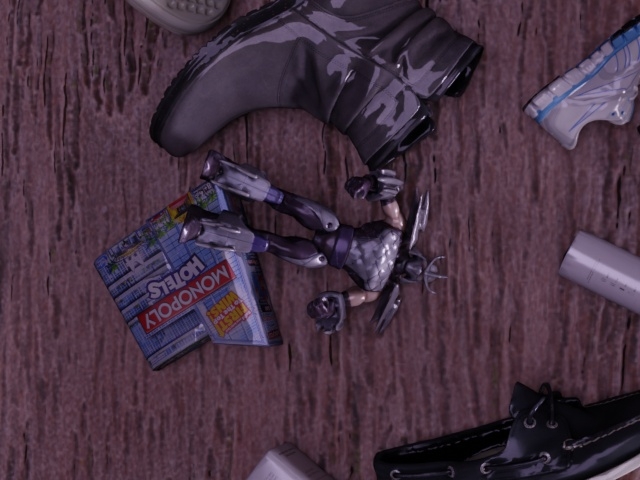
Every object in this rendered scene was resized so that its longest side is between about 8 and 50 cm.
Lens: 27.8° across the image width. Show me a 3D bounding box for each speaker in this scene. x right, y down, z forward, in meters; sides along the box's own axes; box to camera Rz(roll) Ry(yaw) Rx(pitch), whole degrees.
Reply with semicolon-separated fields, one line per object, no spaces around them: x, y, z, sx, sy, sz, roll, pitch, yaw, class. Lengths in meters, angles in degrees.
0.314;0.041;1.321;0.136;0.055;0.055;27;96;15;speaker

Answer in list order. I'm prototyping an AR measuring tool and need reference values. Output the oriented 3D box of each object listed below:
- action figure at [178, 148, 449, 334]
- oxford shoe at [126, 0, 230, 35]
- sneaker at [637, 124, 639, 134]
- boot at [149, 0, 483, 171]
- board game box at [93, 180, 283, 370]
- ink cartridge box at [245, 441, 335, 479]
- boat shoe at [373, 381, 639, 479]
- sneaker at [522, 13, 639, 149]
0.000;0.000;1.367;0.285;0.099;0.185;18;90;-3;action figure
-0.278;-0.391;1.466;0.449;0.169;0.130;43;141;5;oxford shoe
0.350;-0.099;1.323;0.057;0.047;0.119;13;85;22;sneaker
-0.008;-0.153;1.389;0.338;0.118;0.222;-42;84;15;boot
-0.137;0.059;1.443;0.194;0.060;0.194;-33;80;12;board game box
-0.008;0.349;1.383;0.219;0.092;0.160;39;99;13;ink cartridge box
0.206;0.201;1.312;0.340;0.127;0.113;-25;94;23;boat shoe
0.306;-0.166;1.330;0.191;0.071;0.083;-39;91;16;sneaker
